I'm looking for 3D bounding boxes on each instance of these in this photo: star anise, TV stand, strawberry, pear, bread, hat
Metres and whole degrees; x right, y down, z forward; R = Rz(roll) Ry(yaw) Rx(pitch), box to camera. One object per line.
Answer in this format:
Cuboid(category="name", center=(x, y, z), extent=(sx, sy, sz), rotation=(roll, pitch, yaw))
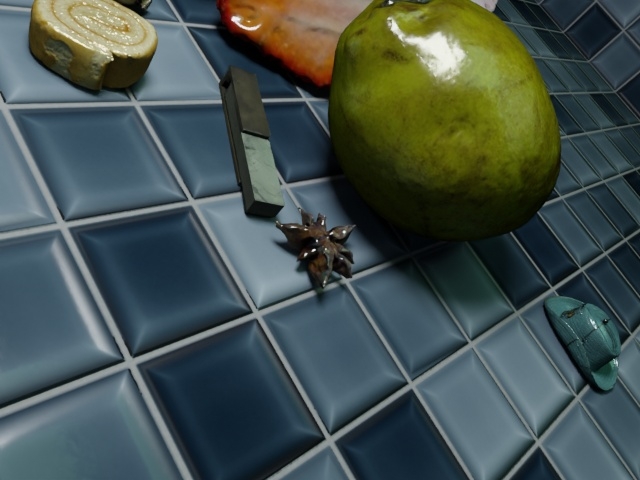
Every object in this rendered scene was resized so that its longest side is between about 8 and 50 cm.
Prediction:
Cuboid(category="star anise", center=(0.009, 0.000, 0.787), extent=(0.129, 0.056, 0.124), rotation=(-24, 73, -48))
Cuboid(category="TV stand", center=(-0.102, -0.147, 0.832), extent=(0.049, 0.040, 0.256), rotation=(10, 51, -36))
Cuboid(category="strawberry", center=(-0.017, -0.416, 1.018), extent=(0.336, 0.265, 0.149), rotation=(1, 25, -19))
Cuboid(category="pear", center=(0.181, -0.171, 0.871), extent=(0.413, 0.352, 0.352), rotation=(48, 36, -24))
Cuboid(category="bread", center=(-0.296, -0.256, 0.745), extent=(0.149, 0.073, 0.122), rotation=(24, 49, -20))
Cuboid(category="hat", center=(0.488, 0.168, 1.029), extent=(0.138, 0.078, 0.191), rotation=(-15, 67, -44))

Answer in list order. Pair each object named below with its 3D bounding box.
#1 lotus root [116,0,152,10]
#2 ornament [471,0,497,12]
Cuboid(category="lotus root", center=(-0.318, -0.402, 0.852), extent=(0.152, 0.063, 0.072), rotation=(29, 52, -23))
Cuboid(category="ornament", center=(0.197, -0.474, 1.206), extent=(0.240, 0.239, 0.240), rotation=(37, 41, -7))
